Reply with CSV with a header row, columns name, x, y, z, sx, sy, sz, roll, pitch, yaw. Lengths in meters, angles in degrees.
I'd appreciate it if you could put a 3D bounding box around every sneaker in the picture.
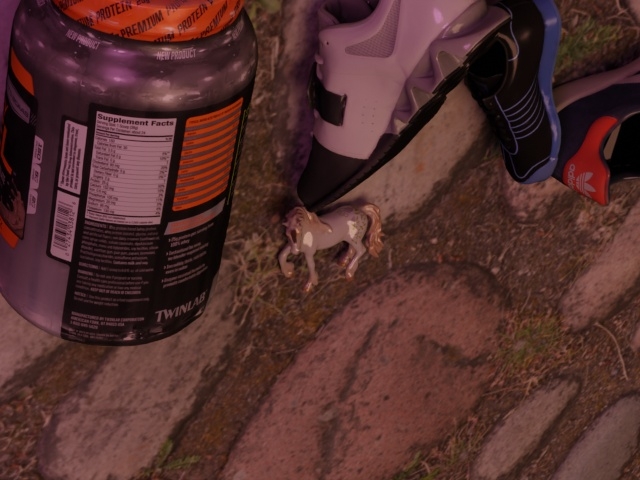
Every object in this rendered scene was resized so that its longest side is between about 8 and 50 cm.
name,x,y,z,sx,sy,sz,roll,pitch,yaw
sneaker,0.398,-0.144,2.178,0.350,0.148,0.131,-31,140,-15
sneaker,0.193,-0.149,2.060,0.090,0.081,0.232,-21,129,-21
sneaker,0.045,-0.159,1.908,0.122,0.146,0.330,-41,173,-45

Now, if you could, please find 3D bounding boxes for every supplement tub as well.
name,x,y,z,sx,sy,sz,roll,pitch,yaw
supplement tub,-0.167,-0.094,1.693,0.207,0.207,0.338,-13,132,-32

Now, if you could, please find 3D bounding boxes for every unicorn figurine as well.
name,x,y,z,sx,sy,sz,roll,pitch,yaw
unicorn figurine,0.000,0.000,2.050,0.162,0.060,0.111,-32,142,-40
